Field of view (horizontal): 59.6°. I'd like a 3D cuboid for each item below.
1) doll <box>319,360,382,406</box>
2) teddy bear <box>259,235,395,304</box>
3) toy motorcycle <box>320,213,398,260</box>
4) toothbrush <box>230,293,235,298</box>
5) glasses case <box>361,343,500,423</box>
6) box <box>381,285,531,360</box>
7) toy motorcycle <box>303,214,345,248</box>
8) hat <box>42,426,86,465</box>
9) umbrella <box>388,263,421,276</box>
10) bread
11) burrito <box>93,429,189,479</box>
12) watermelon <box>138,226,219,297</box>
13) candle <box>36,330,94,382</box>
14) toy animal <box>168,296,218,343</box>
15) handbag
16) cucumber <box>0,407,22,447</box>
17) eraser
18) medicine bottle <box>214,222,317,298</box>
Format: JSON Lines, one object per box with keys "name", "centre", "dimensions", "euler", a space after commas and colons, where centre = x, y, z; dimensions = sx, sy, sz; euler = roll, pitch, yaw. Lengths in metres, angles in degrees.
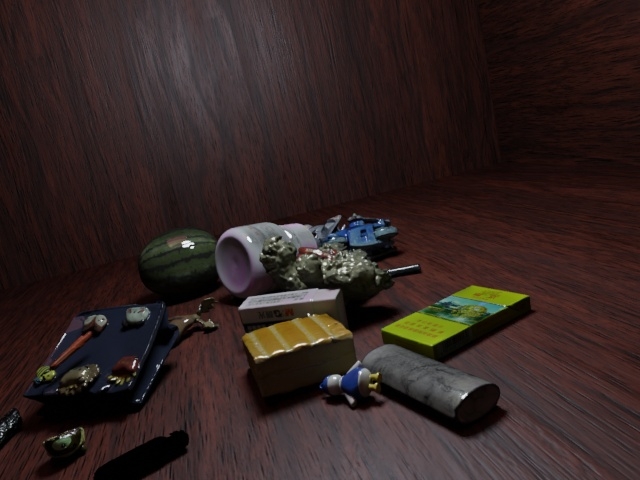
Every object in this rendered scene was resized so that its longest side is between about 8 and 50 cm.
{"name": "doll", "centre": [0.058, 0.296, 1.152], "dimensions": [0.143, 0.057, 0.098], "euler": [-14, 47, 30]}
{"name": "teddy bear", "centre": [0.053, 0.088, 1.662], "dimensions": [0.368, 0.224, 0.357], "euler": [-10, -12, 42]}
{"name": "toy motorcycle", "centre": [0.144, 0.023, 2.176], "dimensions": [0.319, 0.241, 0.182], "euler": [-9, 52, -14]}
{"name": "toothbrush", "centre": [-0.278, 0.169, 2.171], "dimensions": [0.022, 0.026, 0.263], "euler": [0, 16, 24]}
{"name": "glasses case", "centre": [0.202, 0.275, 1.105], "dimensions": [0.114, 0.060, 0.299], "euler": [-18, 13, -27]}
{"name": "box", "centre": [0.335, 0.194, 1.378], "dimensions": [0.335, 0.047, 0.187], "euler": [-19, 13, -30]}
{"name": "toy motorcycle", "centre": [0.000, 0.000, 2.318], "dimensions": [0.108, 0.173, 0.307], "euler": [-3, 17, 44]}
{"name": "hat", "centre": [-0.531, 0.428, 1.167], "dimensions": [0.077, 0.059, 0.076], "euler": [-17, -4, -45]}
{"name": "umbrella", "centre": [0.276, 0.103, 1.897], "dimensions": [0.133, 0.031, 0.036], "euler": [-11, -14, 11]}
{"name": "bread", "centre": [-0.054, 0.259, 1.325], "dimensions": [0.239, 0.111, 0.246], "euler": [-13, 9, -15]}
{"name": "burrito", "centre": [-0.342, 0.414, 1.064], "dimensions": [0.188, 0.045, 0.058], "euler": [-23, 8, -33]}
{"name": "watermelon", "centre": [-0.541, 0.086, 2.234], "dimensions": [0.359, 0.278, 0.279], "euler": [-18, 13, -16]}
{"name": "candle", "centre": [-0.629, 0.286, 1.378], "dimensions": [0.026, 0.021, 0.167], "euler": [21, 49, 26]}
{"name": "toy animal", "centre": [-0.426, 0.266, 1.766], "dimensions": [0.186, 0.093, 0.214], "euler": [-13, 18, 22]}
{"name": "handbag", "centre": [-0.556, 0.303, 1.443], "dimensions": [0.303, 0.122, 0.329], "euler": [-9, 31, 15]}
{"name": "cucumber", "centre": [-0.748, 0.453, 1.296], "dimensions": [0.053, 0.053, 0.181], "euler": [-12, 13, 1]}
{"name": "eraser", "centre": [-0.072, 0.210, 1.532], "dimensions": [0.287, 0.130, 0.086], "euler": [-7, 14, 19]}
{"name": "medicine bottle", "centre": [-0.192, 0.059, 2.044], "dimensions": [0.256, 0.256, 0.325], "euler": [-1, 9, 45]}
